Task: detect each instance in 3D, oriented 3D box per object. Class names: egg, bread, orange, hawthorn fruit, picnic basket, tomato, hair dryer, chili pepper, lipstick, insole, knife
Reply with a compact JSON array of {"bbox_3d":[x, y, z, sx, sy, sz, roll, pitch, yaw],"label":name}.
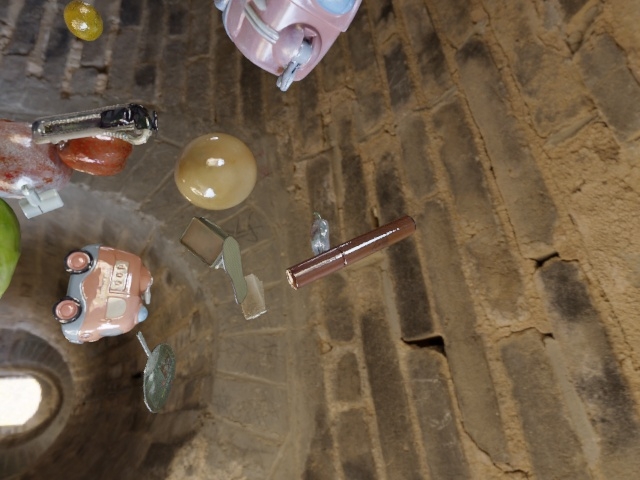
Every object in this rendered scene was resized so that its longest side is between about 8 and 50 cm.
[{"bbox_3d":[-0.411,-0.272,1.602,0.374,0.300,0.301,-40,151,-73],"label":"egg"},{"bbox_3d":[-0.224,0.197,1.363,0.077,0.105,0.152,-23,-115,1],"label":"bread"},{"bbox_3d":[-0.597,-0.555,1.026,0.095,0.085,0.085,91,1,-77],"label":"orange"},{"bbox_3d":[-0.789,-0.331,1.381,0.210,0.262,0.211,0,-89,31],"label":"hawthorn fruit"},{"bbox_3d":[-0.547,0.012,2.014,0.266,0.139,0.165,36,-84,19],"label":"picnic basket"},{"bbox_3d":[-1.050,-0.287,1.421,0.316,0.316,0.283,4,-90,57],"label":"tomato"},{"bbox_3d":[-0.651,-0.101,0.930,0.047,0.081,0.137,60,-26,2],"label":"hair dryer"},{"bbox_3d":[-0.001,0.000,1.076,0.050,0.041,0.154,-9,-100,40],"label":"chili pepper"},{"bbox_3d":[0.084,0.022,0.976,0.057,0.356,0.057,47,-31,39],"label":"lipstick"},{"bbox_3d":[-0.229,0.082,1.102,0.253,0.005,0.086,87,22,-45],"label":"insole"},{"bbox_3d":[-0.521,-0.254,0.903,0.364,0.043,0.089,2,-100,19],"label":"knife"}]

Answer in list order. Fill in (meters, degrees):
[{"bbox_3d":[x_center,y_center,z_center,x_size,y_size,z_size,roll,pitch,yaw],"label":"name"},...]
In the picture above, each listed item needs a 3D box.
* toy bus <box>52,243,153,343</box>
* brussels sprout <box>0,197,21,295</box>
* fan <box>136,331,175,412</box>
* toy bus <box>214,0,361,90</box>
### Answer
[{"bbox_3d":[-0.623,0.157,1.195,0.194,0.231,0.288,140,-47,-63],"label":"toy bus"},{"bbox_3d":[-0.999,0.005,1.096,0.314,0.276,0.371,-40,-106,9],"label":"brussels sprout"},{"bbox_3d":[-0.537,0.409,1.355,0.223,0.012,0.295,-55,143,-80],"label":"fan"},{"bbox_3d":[-0.040,-0.430,0.716,0.294,0.197,0.232,-47,-128,33],"label":"toy bus"}]
